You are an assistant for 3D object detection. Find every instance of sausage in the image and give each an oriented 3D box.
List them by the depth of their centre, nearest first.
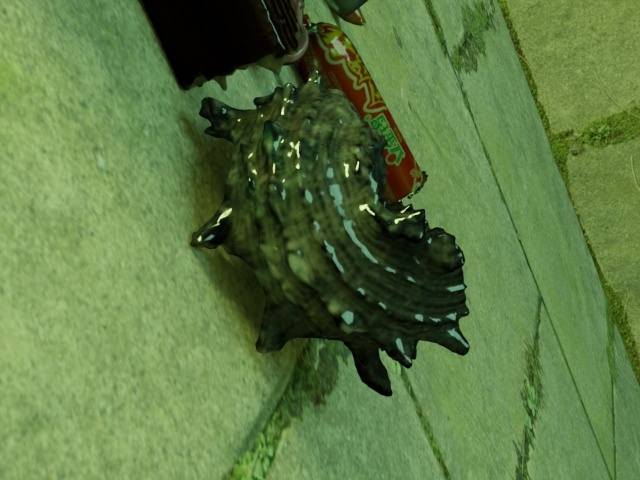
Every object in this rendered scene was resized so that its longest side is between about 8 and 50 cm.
[{"bbox_3d":[0.038,-0.155,1.308,0.264,0.083,0.083,58,24,-32],"label":"sausage"}]

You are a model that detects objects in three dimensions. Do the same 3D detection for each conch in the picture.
[{"bbox_3d":[0.008,-0.007,0.985,0.313,0.186,0.240,51,15,-2],"label":"conch"}]

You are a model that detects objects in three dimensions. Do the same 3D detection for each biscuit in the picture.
[{"bbox_3d":[-0.108,-0.250,0.943,0.252,0.106,0.070,66,21,-15],"label":"biscuit"}]

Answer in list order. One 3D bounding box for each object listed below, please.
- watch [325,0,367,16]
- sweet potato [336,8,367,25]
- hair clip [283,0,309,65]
[{"bbox_3d":[-0.014,-0.350,1.265,0.206,0.068,0.193,52,1,-19],"label":"watch"},{"bbox_3d":[0.006,-0.364,1.437,0.055,0.058,0.202,29,-26,48],"label":"sweet potato"},{"bbox_3d":[-0.042,-0.260,1.138,0.102,0.123,0.138,93,3,-50],"label":"hair clip"}]
